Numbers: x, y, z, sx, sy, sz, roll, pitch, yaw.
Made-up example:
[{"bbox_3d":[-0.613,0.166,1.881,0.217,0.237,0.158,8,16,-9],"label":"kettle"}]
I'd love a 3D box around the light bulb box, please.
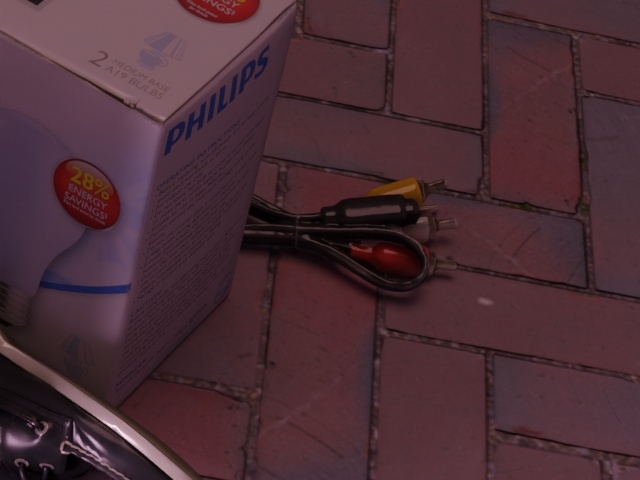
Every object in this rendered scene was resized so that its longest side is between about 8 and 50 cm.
[{"bbox_3d":[-0.251,-0.101,1.695,0.358,0.361,0.225,28,44,14],"label":"light bulb box"}]

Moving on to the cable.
[{"bbox_3d":[0.000,0.000,1.912,0.287,0.072,0.139,-3,62,-3],"label":"cable"}]

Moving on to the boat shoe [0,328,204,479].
[{"bbox_3d":[-0.248,0.160,1.613,0.340,0.127,0.113,32,81,13],"label":"boat shoe"}]
